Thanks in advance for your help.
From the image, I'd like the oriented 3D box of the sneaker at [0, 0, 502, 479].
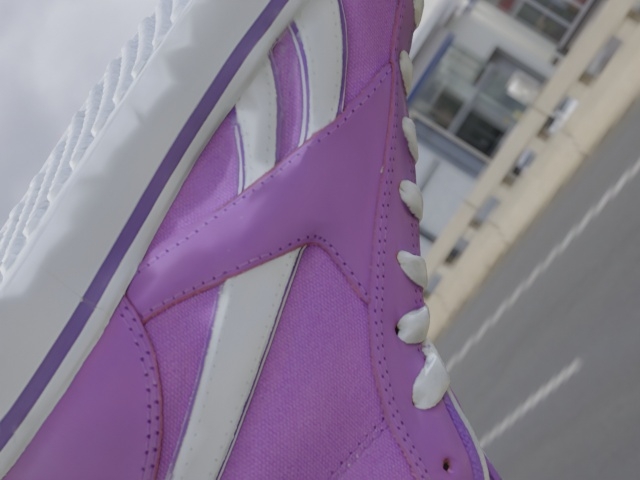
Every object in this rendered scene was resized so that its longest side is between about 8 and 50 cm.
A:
[{"bbox_3d":[-0.001,0.000,0.414,0.282,0.161,0.102,-61,16,-24],"label":"sneaker"}]
